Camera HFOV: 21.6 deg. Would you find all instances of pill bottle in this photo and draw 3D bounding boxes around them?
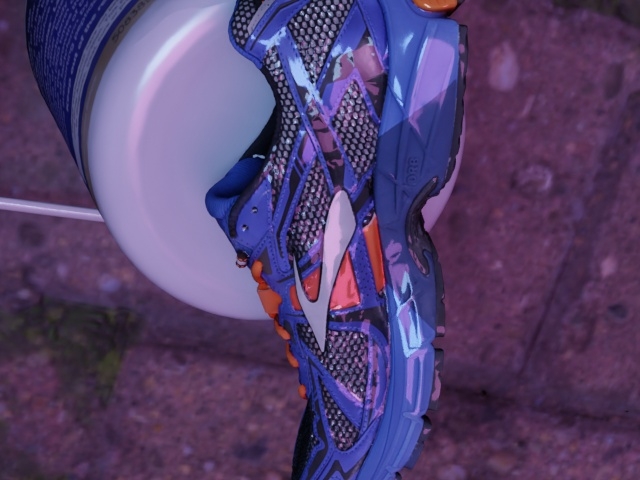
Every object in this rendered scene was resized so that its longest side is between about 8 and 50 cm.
[{"bbox_3d":[-0.051,-0.084,0.753,0.153,0.265,0.153,-8,116,-16],"label":"pill bottle"}]

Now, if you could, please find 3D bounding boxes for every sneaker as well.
[{"bbox_3d":[0.000,0.000,0.621,0.087,0.083,0.221,1,108,-6],"label":"sneaker"}]

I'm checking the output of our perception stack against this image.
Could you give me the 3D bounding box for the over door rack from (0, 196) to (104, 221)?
[{"bbox_3d":[-0.189,0.083,0.870,0.324,0.108,0.240,3,112,-20],"label":"over door rack"}]
